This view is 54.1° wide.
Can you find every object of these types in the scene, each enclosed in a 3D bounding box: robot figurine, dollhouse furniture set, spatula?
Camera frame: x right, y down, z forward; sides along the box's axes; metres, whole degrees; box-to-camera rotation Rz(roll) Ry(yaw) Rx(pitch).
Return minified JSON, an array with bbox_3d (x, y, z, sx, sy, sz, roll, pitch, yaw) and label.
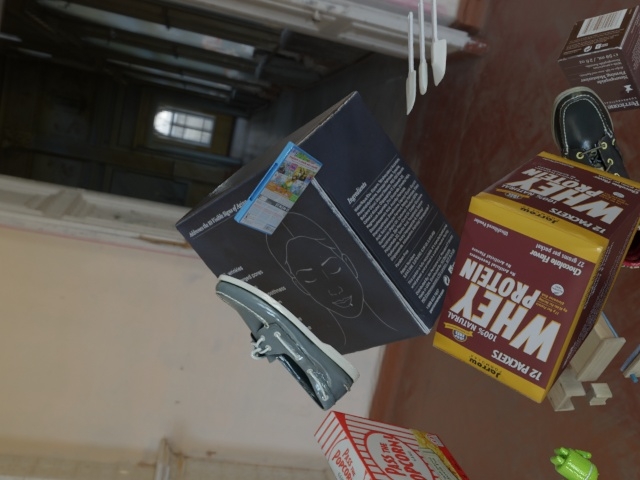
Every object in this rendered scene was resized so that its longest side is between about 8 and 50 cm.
[{"bbox_3d":[0.623,0.555,1.530,0.101,0.115,0.067,-52,-10,-26],"label":"robot figurine"},{"bbox_3d":[0.674,0.215,1.404,0.198,0.303,0.286,-102,17,-45],"label":"dollhouse furniture set"},{"bbox_3d":[0.212,-0.401,1.279,0.168,0.019,0.242,130,145,-69],"label":"spatula"}]

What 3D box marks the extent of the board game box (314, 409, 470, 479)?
[{"bbox_3d":[0.102,0.286,0.755,0.045,0.193,0.147,-58,35,14],"label":"board game box"}]

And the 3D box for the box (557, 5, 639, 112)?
[{"bbox_3d":[0.757,-0.463,1.637,0.168,0.203,0.167,0,51,49],"label":"box"}]

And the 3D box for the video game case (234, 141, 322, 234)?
[{"bbox_3d":[-0.073,-0.090,1.128,0.166,0.015,0.119,-53,-27,7],"label":"video game case"}]

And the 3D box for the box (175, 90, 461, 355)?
[{"bbox_3d":[0.000,0.000,1.471,0.480,0.472,0.297,-24,20,45],"label":"box"}]

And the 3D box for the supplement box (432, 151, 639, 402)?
[{"bbox_3d":[0.242,0.030,0.686,0.194,0.129,0.191,-29,-44,-46],"label":"supplement box"}]

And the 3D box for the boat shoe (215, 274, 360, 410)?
[{"bbox_3d":[-0.075,0.185,1.137,0.099,0.319,0.116,-53,8,-16],"label":"boat shoe"}]

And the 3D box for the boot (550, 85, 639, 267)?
[{"bbox_3d":[0.410,-0.090,0.902,0.178,0.085,0.236,-89,-26,-53],"label":"boot"}]
